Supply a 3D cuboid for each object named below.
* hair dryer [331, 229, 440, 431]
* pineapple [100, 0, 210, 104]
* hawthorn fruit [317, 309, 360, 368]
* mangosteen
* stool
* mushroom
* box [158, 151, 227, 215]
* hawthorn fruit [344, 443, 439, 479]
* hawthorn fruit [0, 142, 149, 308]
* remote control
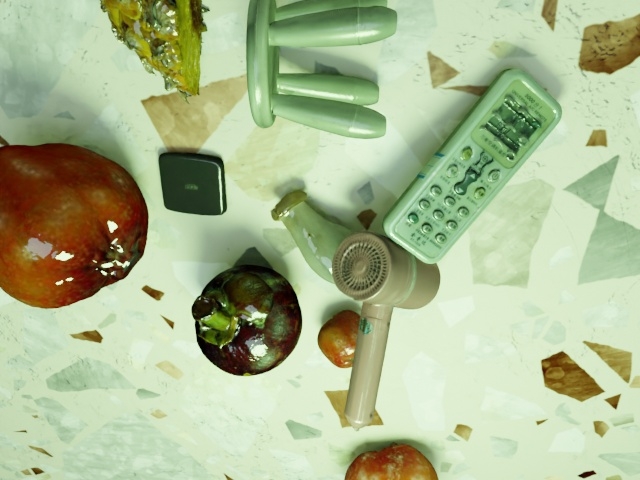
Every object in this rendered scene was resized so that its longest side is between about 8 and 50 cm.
[{"bbox_3d":[0.107,0.173,0.929,0.125,0.353,0.210,8,174,39],"label":"hair dryer"},{"bbox_3d":[-0.253,-0.359,0.711,0.158,0.161,0.335,15,127,-3],"label":"pineapple"},{"bbox_3d":[0.054,0.218,1.107,0.128,0.128,0.128,3,125,4],"label":"hawthorn fruit"},{"bbox_3d":[-0.168,0.152,0.995,0.231,0.231,0.289,-26,155,22],"label":"mangosteen"},{"bbox_3d":[0.001,-0.258,0.732,0.198,0.195,0.195,4,125,1],"label":"stool"},{"bbox_3d":[0.000,0.000,0.984,0.225,0.093,0.116,37,98,-9],"label":"mushroom"},{"bbox_3d":[-0.244,-0.110,0.965,0.126,0.027,0.125,6,123,3],"label":"box"},{"bbox_3d":[0.187,0.698,1.354,0.284,0.284,0.284,3,125,4],"label":"hawthorn fruit"},{"bbox_3d":[-0.461,-0.036,0.882,0.311,0.295,0.295,30,122,-19],"label":"hawthorn fruit"},{"bbox_3d":[0.246,-0.118,0.842,0.128,0.065,0.335,35,104,-15],"label":"remote control"}]
